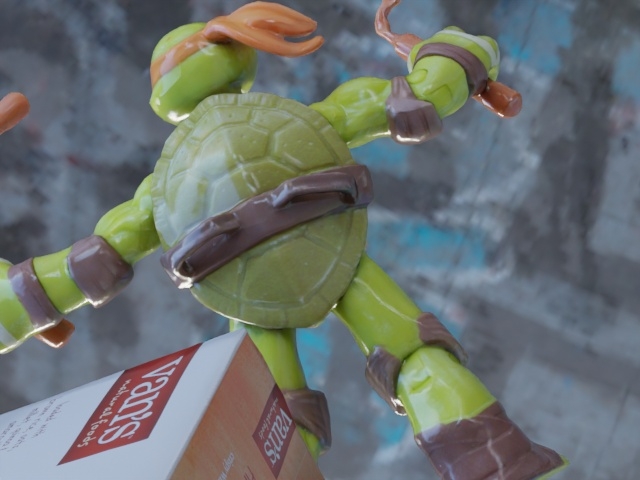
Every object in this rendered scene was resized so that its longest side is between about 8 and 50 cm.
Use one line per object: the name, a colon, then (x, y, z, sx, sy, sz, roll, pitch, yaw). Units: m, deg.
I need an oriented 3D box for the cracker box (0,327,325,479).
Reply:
cracker box: (-0.123, 0.116, 0.503, 0.232, 0.156, 0.067, -20, 108, 19)

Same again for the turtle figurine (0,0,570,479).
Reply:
turtle figurine: (0.000, 0.000, 0.655, 0.217, 0.269, 0.087, 63, 173, 11)
